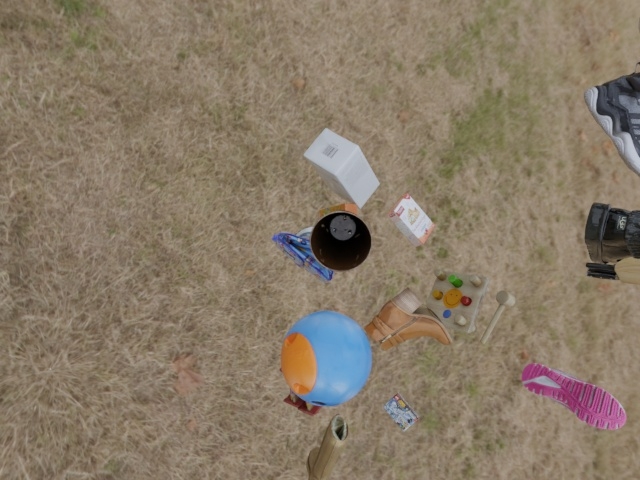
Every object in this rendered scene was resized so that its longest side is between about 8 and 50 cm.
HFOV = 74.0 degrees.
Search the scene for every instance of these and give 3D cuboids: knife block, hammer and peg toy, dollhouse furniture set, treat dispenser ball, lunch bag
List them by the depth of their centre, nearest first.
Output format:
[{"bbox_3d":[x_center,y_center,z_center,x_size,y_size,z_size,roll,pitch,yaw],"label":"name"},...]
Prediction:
[{"bbox_3d":[0.018,0.366,1.332,0.288,0.288,0.288,10,70,-30],"label":"treat dispenser ball"},{"bbox_3d":[1.014,0.096,1.368,0.088,0.242,0.276,40,25,-32],"label":"knife block"},{"bbox_3d":[-0.064,0.047,1.746,0.293,0.221,0.138,28,81,1],"label":"lunch bag"},{"bbox_3d":[0.005,0.524,1.793,0.374,0.152,0.201,-38,135,-46],"label":"dollhouse furniture set"},{"bbox_3d":[0.613,0.269,1.814,0.127,0.361,0.266,35,74,-33],"label":"hammer and peg toy"}]

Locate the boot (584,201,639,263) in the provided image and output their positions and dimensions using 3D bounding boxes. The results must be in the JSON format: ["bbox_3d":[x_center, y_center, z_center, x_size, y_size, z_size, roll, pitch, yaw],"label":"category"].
[{"bbox_3d":[0.802,0.007,1.017,0.348,0.260,0.131,11,91,-52],"label":"boot"}]

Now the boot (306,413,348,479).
[{"bbox_3d":[0.029,0.728,1.491,0.089,0.236,0.270,16,104,-5],"label":"boot"}]

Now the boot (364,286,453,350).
[{"bbox_3d":[0.313,0.325,1.496,0.220,0.109,0.283,-44,111,7],"label":"boot"}]

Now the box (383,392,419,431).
[{"bbox_3d":[0.357,0.759,1.882,0.137,0.094,0.027,48,15,18],"label":"box"}]

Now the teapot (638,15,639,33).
[{"bbox_3d":[0.942,-0.602,1.037,0.187,0.253,0.256,16,41,11],"label":"teapot"}]

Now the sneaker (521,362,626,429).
[{"bbox_3d":[0.697,0.418,1.169,0.111,0.252,0.103,19,97,-52],"label":"sneaker"}]

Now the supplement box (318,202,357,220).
[{"bbox_3d":[0.083,-0.127,2.099,0.080,0.233,0.078,2,83,-32],"label":"supplement box"}]

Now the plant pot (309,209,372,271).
[{"bbox_3d":[0.077,-0.024,1.557,0.215,0.215,0.230,51,13,-9],"label":"plant pot"}]

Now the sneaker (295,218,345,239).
[{"bbox_3d":[0.000,0.000,1.883,0.110,0.282,0.122,41,35,-53],"label":"sneaker"}]

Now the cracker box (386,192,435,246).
[{"bbox_3d":[0.460,-0.103,2.151,0.232,0.067,0.156,46,56,-10],"label":"cracker box"}]

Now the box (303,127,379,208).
[{"bbox_3d":[0.108,-0.331,1.998,0.168,0.215,0.345,-51,148,-3],"label":"box"}]

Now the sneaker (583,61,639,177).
[{"bbox_3d":[0.714,-0.260,0.925,0.101,0.153,0.269,-1,62,-53],"label":"sneaker"}]
